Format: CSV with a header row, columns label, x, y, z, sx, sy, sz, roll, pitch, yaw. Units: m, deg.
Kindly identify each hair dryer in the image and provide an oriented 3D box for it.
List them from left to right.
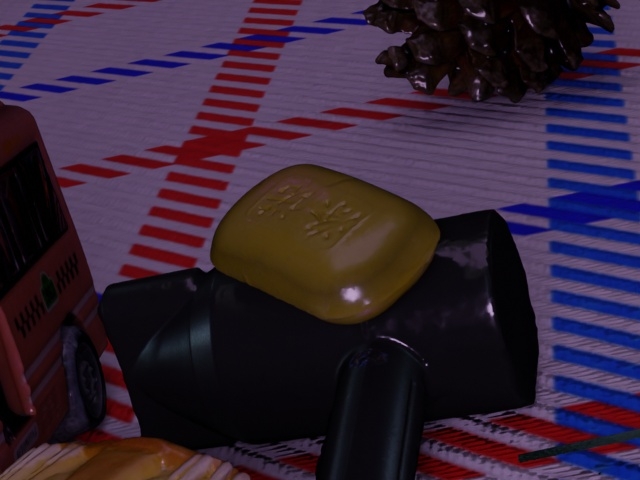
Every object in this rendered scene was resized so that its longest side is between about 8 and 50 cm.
label,x,y,z,sx,sy,sz,roll,pitch,yaw
hair dryer,-0.017,0.106,1.044,0.244,0.116,0.302,-12,27,16

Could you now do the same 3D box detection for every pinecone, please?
label,x,y,z,sx,sy,sz,roll,pitch,yaw
pinecone,0.142,-0.199,1.617,0.204,0.179,0.184,-45,13,-3

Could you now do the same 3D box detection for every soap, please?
label,x,y,z,sx,sy,sz,roll,pitch,yaw
soap,0.000,-0.001,1.060,0.089,0.045,0.140,-40,40,-25

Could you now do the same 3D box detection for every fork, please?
label,x,y,z,sx,sy,sz,roll,pitch,yaw
fork,0.219,0.093,1.006,0.235,0.021,0.039,-14,16,7

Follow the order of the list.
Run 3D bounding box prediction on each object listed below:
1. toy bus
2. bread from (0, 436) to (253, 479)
label,x,y,z,sx,sy,sz,roll,pitch,yaw
toy bus,-0.264,0.058,1.097,0.203,0.233,0.427,-12,12,8
bread,-0.087,0.161,0.886,0.190,0.132,0.114,2,24,33
